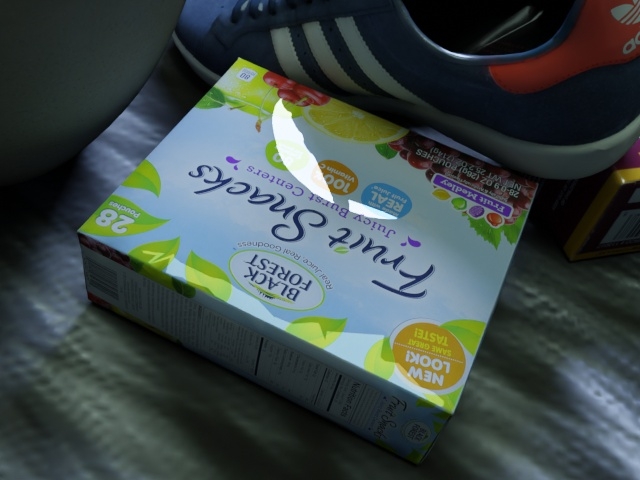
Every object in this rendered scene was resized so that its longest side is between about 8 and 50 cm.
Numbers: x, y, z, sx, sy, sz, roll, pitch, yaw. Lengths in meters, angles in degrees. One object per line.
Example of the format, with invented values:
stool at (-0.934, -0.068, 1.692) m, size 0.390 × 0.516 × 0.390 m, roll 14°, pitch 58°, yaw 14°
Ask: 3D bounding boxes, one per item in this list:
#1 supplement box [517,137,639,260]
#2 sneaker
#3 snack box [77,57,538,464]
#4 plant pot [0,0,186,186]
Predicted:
supplement box at (0.195, -0.087, 0.522) m, size 0.104 × 0.080 × 0.188 m, roll -7°, pitch 53°, yaw -16°
sneaker at (0.033, -0.157, 0.457) m, size 0.350 × 0.148 × 0.131 m, roll 17°, pitch 62°, yaw 27°
snack box at (0.000, 0.000, 0.419) m, size 0.207 × 0.070 × 0.174 m, roll 25°, pitch 51°, yaw 10°
plant pot at (-0.207, -0.139, 0.412) m, size 0.284 × 0.191 × 0.284 m, roll 6°, pitch 50°, yaw -7°
